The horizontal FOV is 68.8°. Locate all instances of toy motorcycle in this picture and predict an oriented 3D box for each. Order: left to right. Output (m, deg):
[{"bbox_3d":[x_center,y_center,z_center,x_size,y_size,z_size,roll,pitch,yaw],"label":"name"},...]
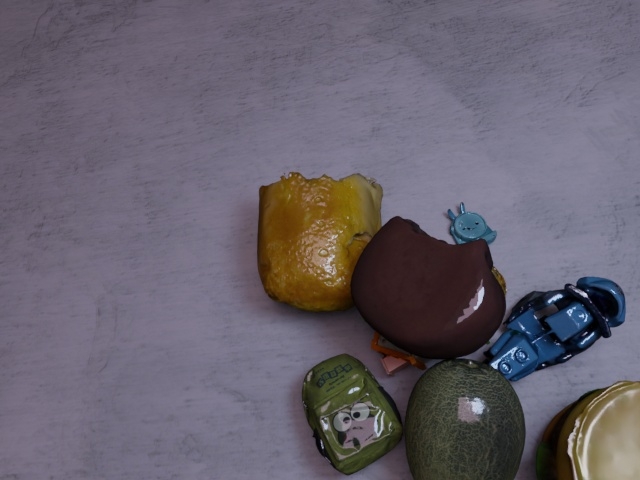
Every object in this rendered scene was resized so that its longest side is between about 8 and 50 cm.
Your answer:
[{"bbox_3d":[0.548,0.203,1.106,0.415,0.232,0.172,-29,75,-9],"label":"toy motorcycle"}]

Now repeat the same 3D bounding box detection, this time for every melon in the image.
[{"bbox_3d":[0.302,0.413,0.997,0.248,0.248,0.330,8,100,10],"label":"melon"}]

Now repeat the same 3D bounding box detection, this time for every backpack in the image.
[{"bbox_3d":[0.066,0.403,1.111,0.206,0.140,0.253,-28,57,-8],"label":"backpack"}]

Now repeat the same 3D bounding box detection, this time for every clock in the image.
[{"bbox_3d":[0.248,0.212,1.174,0.255,0.106,0.220,-33,54,14],"label":"clock"},{"bbox_3d":[0.428,-0.040,1.353,0.108,0.045,0.147,-26,62,-9],"label":"clock"}]

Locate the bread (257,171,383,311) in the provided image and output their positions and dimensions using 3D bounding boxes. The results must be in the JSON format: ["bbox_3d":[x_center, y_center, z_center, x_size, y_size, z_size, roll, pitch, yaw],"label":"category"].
[{"bbox_3d":[0.000,0.000,1.261,0.360,0.250,0.395,-3,63,5],"label":"bread"}]

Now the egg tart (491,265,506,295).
[{"bbox_3d":[0.407,0.118,1.258,0.191,0.074,0.192,-2,60,3],"label":"egg tart"}]

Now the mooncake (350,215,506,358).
[{"bbox_3d":[0.234,0.100,1.056,0.325,0.174,0.334,-15,55,28],"label":"mooncake"}]

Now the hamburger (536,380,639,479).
[{"bbox_3d":[0.655,0.482,0.921,0.394,0.278,0.396,-4,61,7],"label":"hamburger"}]
